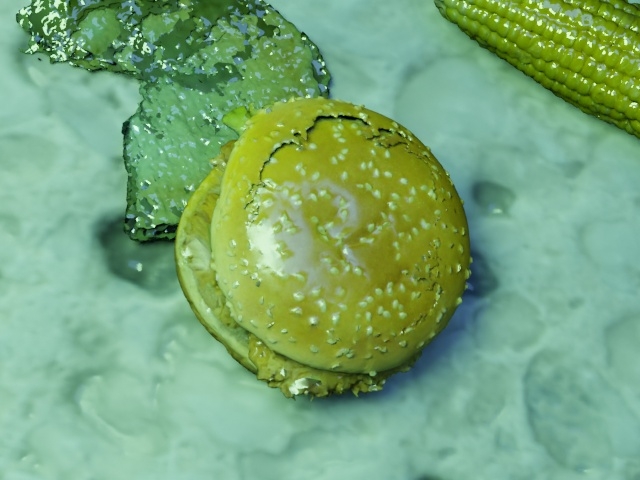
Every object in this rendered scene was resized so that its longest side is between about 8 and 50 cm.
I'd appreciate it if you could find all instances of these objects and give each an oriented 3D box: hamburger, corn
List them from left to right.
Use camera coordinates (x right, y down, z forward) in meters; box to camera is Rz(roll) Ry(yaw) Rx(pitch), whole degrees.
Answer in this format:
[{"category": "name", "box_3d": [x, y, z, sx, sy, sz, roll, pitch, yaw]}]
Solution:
[{"category": "hamburger", "box_3d": [0.002, 0.009, 0.948, 0.182, 0.118, 0.191, 22, 72, -10]}, {"category": "corn", "box_3d": [0.224, -0.121, 1.070, 0.320, 0.097, 0.097, 29, 65, 3]}]

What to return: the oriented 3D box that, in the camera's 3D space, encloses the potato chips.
[{"category": "potato chips", "box_3d": [-0.098, -0.107, 1.032, 0.202, 0.029, 0.220, -38, 83, -24]}]
